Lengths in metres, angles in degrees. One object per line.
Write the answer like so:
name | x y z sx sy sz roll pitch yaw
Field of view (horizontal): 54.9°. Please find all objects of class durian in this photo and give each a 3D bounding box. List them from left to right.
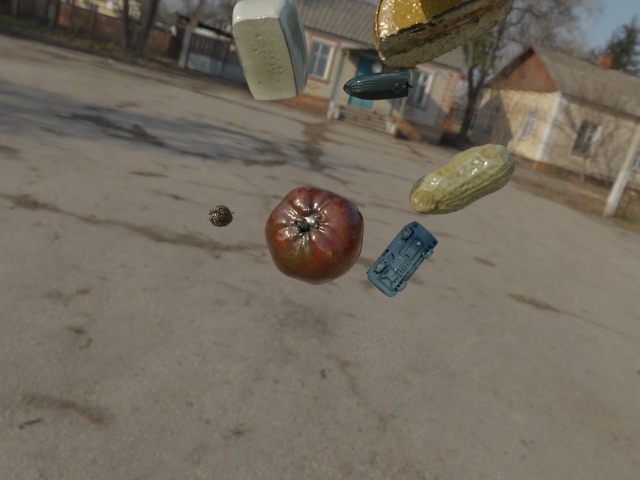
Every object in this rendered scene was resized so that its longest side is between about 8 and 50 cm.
durian | -0.334 -0.084 2.081 0.091 0.080 0.080 -22 27 -16

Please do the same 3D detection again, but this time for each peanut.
peanut | 0.400 -0.170 1.764 0.152 0.313 0.152 59 5 -9

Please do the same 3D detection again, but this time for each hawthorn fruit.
hawthorn fruit | 0.000 0.000 1.321 0.211 0.210 0.262 21 -7 22

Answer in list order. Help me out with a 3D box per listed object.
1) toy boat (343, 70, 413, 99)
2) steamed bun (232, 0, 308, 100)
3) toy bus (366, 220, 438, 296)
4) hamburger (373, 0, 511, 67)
toy boat | 0.202 -0.547 2.176 0.246 0.092 0.103 -4 36 5
steamed bun | -0.114 -0.471 1.487 0.146 0.241 0.164 -2 45 15
toy bus | 0.257 0.062 1.998 0.113 0.246 0.134 41 -10 -7
hamburger | 0.345 -0.730 1.878 0.446 0.286 0.268 -22 -15 6
